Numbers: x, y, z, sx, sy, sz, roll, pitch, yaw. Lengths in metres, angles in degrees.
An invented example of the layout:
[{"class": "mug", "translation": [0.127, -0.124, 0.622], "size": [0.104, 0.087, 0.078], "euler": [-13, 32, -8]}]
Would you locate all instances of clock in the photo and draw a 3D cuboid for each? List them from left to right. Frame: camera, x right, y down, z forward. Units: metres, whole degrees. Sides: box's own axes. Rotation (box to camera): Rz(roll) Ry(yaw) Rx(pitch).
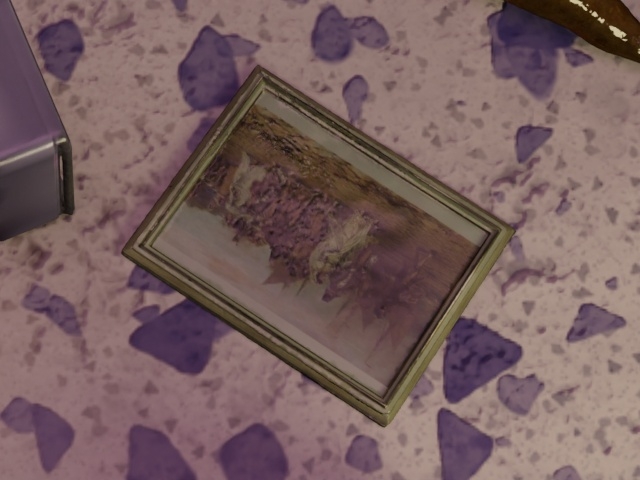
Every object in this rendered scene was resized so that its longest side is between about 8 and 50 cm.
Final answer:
[{"class": "clock", "translation": [-0.256, -0.096, 1.430], "size": [0.073, 0.193, 0.144], "euler": [-21, 77, -13]}]

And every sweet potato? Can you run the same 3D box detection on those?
[{"class": "sweet potato", "translation": [0.197, -0.234, 1.577], "size": [0.244, 0.077, 0.077], "euler": [26, 73, -1]}]

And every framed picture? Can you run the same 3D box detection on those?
[{"class": "framed picture", "translation": [0.000, 0.000, 1.516], "size": [0.274, 0.017, 0.217], "euler": [32, 74, 4]}]
